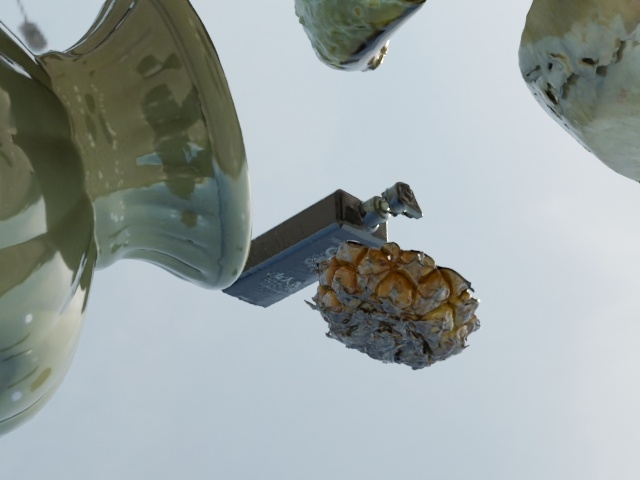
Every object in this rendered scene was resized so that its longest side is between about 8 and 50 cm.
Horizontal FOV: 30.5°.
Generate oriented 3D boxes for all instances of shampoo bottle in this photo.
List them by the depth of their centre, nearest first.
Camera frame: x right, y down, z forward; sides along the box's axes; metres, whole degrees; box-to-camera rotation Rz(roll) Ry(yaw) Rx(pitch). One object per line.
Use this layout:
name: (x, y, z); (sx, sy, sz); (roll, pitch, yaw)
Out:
shampoo bottle: (0.000, 0.000, 1.549); (0.098, 0.309, 0.071); (28, -133, -36)

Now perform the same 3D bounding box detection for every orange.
orange: (0.106, -0.342, 1.215); (0.210, 0.368, 0.271); (51, -156, -13)

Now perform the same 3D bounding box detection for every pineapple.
pineapple: (0.080, 0.084, 1.333); (0.225, 0.225, 0.076); (16, -124, 8)

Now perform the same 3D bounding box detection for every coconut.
coconut: (0.370, -0.214, 1.163); (0.352, 0.353, 0.353); (6, -142, -5)

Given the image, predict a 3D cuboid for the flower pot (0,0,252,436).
flower pot: (-0.190, -0.034, 0.729); (0.244, 0.307, 0.307); (-17, -135, -20)
